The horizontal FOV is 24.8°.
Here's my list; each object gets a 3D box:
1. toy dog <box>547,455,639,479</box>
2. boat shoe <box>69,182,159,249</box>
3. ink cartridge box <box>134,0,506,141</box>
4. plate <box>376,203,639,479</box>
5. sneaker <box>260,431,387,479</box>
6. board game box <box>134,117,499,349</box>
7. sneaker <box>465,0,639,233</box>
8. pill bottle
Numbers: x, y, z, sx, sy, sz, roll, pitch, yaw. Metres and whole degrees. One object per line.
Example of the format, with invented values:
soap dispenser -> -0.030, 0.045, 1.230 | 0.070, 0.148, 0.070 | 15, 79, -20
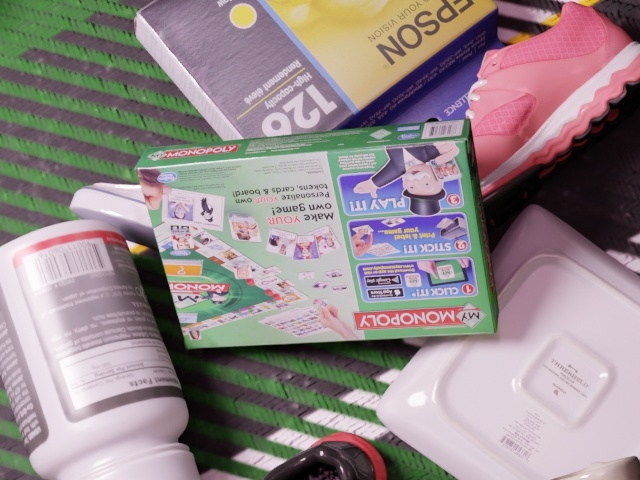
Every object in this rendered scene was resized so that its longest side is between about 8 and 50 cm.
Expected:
toy dog -> 0.223, 0.403, 1.185 | 0.284, 0.395, 0.408 | -16, 82, -11
boat shoe -> -0.125, -0.032, 1.499 | 0.258, 0.095, 0.084 | 12, 73, 0
ink cartridge box -> 0.022, -0.194, 1.479 | 0.303, 0.072, 0.307 | -38, 79, -15
plate -> 0.238, 0.140, 1.422 | 0.277, 0.045, 0.278 | 36, 83, 14
sneaker -> -0.048, 0.292, 1.376 | 0.097, 0.135, 0.276 | 40, 85, 13
board game box -> 0.000, 0.000, 1.395 | 0.317, 0.213, 0.046 | -4, 31, 14
sneaker -> 0.188, -0.118, 1.461 | 0.314, 0.116, 0.136 | -39, 74, -7
pill bottle -> -0.225, 0.137, 1.425 | 0.161, 0.161, 0.283 | -22, 74, 2
